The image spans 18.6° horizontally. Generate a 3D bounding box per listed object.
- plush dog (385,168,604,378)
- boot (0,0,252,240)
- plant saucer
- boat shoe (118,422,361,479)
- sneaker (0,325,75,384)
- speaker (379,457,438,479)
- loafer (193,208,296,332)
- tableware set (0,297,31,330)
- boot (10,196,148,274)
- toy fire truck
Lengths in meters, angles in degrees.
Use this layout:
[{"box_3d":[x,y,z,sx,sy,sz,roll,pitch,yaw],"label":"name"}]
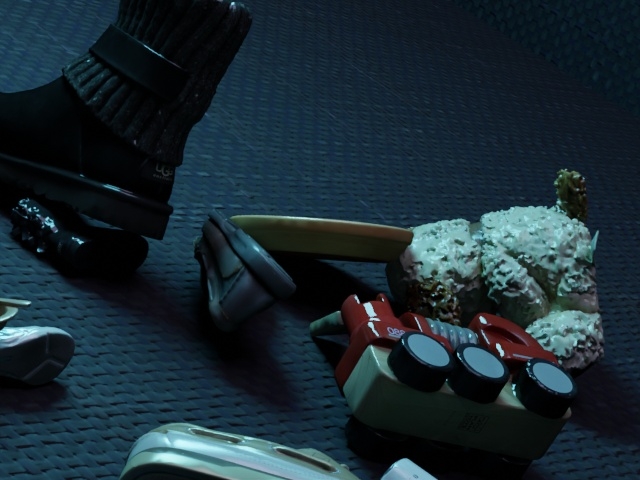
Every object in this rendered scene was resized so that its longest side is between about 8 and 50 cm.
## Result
[{"box_3d":[0.185,0.033,2.166,0.225,0.211,0.262,-5,19,-1],"label":"plush dog"},{"box_3d":[-0.233,-0.168,1.990,0.348,0.260,0.131,22,4,35],"label":"boot"},{"box_3d":[0.000,0.000,2.109,0.200,0.037,0.200,4,-3,0],"label":"plant saucer"},{"box_3d":[-0.006,0.213,1.525,0.302,0.113,0.103,22,25,-3],"label":"boat shoe"},{"box_3d":[-0.271,0.088,1.635,0.061,0.054,0.152,34,22,37],"label":"sneaker"},{"box_3d":[0.111,0.244,1.667,0.136,0.055,0.055,33,21,26],"label":"speaker"},{"box_3d":[-0.094,0.031,1.945,0.096,0.084,0.267,46,-3,-12],"label":"loafer"},{"box_3d":[-0.330,0.068,1.589,0.141,0.020,0.168,10,23,30],"label":"tableware set"},{"box_3d":[-0.242,-0.006,1.942,0.099,0.045,0.121,29,17,33],"label":"boot"},{"box_3d":[0.099,0.116,1.900,0.217,0.158,0.246,13,32,-27],"label":"toy fire truck"}]
